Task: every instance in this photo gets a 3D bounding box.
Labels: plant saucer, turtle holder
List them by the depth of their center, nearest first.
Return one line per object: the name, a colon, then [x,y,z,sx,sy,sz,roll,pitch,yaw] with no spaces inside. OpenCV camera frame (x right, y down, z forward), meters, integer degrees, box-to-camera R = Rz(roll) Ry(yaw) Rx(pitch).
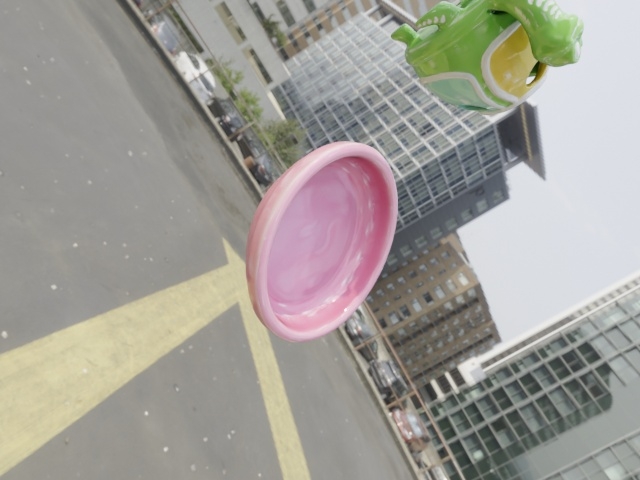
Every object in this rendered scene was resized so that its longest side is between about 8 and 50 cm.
plant saucer: [0.000,0.000,0.753,0.084,0.332,0.332,24,-17,36]
turtle holder: [0.303,-0.353,0.795,0.227,0.243,0.320,49,-29,-18]
